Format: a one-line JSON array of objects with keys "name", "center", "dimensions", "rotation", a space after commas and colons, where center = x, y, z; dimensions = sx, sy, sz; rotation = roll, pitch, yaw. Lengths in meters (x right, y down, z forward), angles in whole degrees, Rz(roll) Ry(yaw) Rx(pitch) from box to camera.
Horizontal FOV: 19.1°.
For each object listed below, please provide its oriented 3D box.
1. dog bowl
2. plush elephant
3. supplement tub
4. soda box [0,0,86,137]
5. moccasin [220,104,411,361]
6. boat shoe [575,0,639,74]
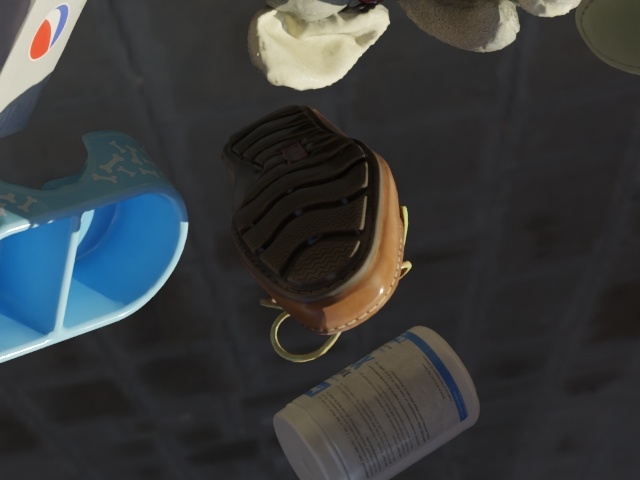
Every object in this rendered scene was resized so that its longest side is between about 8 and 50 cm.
[{"name": "dog bowl", "center": [-0.229, 0.012, 1.562], "dimensions": [0.297, 0.074, 0.166], "rotation": [-20, 134, -45]}, {"name": "plush elephant", "center": [0.046, -0.266, 1.578], "dimensions": [0.255, 0.271, 0.330], "rotation": [-14, 176, -4]}, {"name": "supplement tub", "center": [0.034, 0.105, 1.126], "dimensions": [0.107, 0.071, 0.071], "rotation": [-30, 169, -17]}, {"name": "soda box", "center": [-0.206, -0.211, 1.313], "dimensions": [0.286, 0.098, 0.091], "rotation": [-60, 170, 21]}, {"name": "moccasin", "center": [-0.003, 0.002, 1.492], "dimensions": [0.139, 0.147, 0.380], "rotation": [-29, -163, -6]}, {"name": "boat shoe", "center": [0.260, -0.167, 1.258], "dimensions": [0.069, 0.081, 0.228], "rotation": [-43, -164, -27]}]
